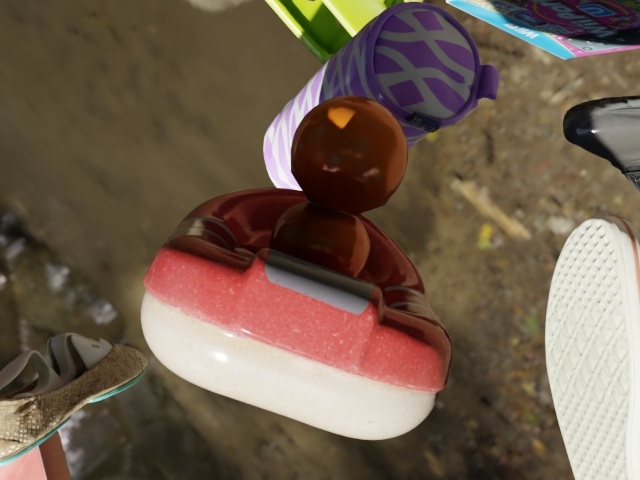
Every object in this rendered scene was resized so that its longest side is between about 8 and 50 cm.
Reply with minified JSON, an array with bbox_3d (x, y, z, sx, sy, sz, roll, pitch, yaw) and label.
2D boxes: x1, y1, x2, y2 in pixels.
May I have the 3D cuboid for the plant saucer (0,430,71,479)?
[{"bbox_3d":[-0.295,0.326,1.559,0.259,0.047,0.258,-58,40,33],"label":"plant saucer"}]

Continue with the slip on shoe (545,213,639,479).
[{"bbox_3d":[0.253,0.134,1.222,0.123,0.101,0.331,14,120,63],"label":"slip on shoe"}]

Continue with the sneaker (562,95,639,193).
[{"bbox_3d":[0.355,-0.063,1.514,0.286,0.130,0.109,13,175,-23],"label":"sneaker"}]

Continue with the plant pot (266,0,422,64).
[{"bbox_3d":[0.035,-0.370,1.979,0.227,0.207,0.228,48,170,-14],"label":"plant pot"}]

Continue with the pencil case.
[{"bbox_3d":[0.034,-0.083,1.023,0.088,0.086,0.206,10,163,-20],"label":"pencil case"}]

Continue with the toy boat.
[{"bbox_3d":[0.000,0.000,0.798,0.151,0.151,0.231,19,-175,-3],"label":"toy boat"}]

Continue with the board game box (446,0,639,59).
[{"bbox_3d":[0.324,-0.284,1.697,0.224,0.097,0.303,16,168,-42],"label":"board game box"}]

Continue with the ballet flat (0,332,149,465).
[{"bbox_3d":[-0.215,0.114,1.302,0.073,0.206,0.067,-10,104,32],"label":"ballet flat"}]
